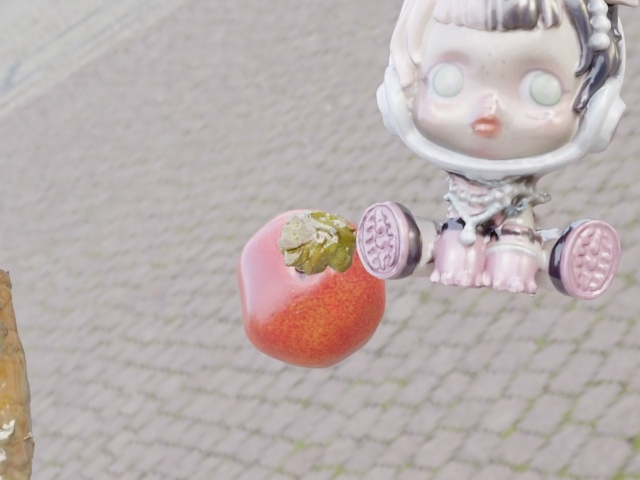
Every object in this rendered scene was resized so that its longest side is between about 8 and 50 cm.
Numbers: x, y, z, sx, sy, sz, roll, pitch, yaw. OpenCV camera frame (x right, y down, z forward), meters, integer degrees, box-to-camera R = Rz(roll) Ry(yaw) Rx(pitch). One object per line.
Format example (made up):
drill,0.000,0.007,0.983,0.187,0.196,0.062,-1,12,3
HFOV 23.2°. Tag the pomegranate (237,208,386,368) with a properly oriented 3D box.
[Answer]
pomegranate,-0.014,0.072,2.183,0.221,0.221,0.256,-41,-7,-18

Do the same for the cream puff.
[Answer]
cream puff,0.000,0.000,1.627,0.083,0.083,0.058,-60,8,-20

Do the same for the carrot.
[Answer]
carrot,-0.310,0.156,1.428,0.102,0.263,0.102,-12,-15,-3

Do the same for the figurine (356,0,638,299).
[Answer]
figurine,0.168,-0.121,1.550,0.253,0.361,0.211,2,12,-4
